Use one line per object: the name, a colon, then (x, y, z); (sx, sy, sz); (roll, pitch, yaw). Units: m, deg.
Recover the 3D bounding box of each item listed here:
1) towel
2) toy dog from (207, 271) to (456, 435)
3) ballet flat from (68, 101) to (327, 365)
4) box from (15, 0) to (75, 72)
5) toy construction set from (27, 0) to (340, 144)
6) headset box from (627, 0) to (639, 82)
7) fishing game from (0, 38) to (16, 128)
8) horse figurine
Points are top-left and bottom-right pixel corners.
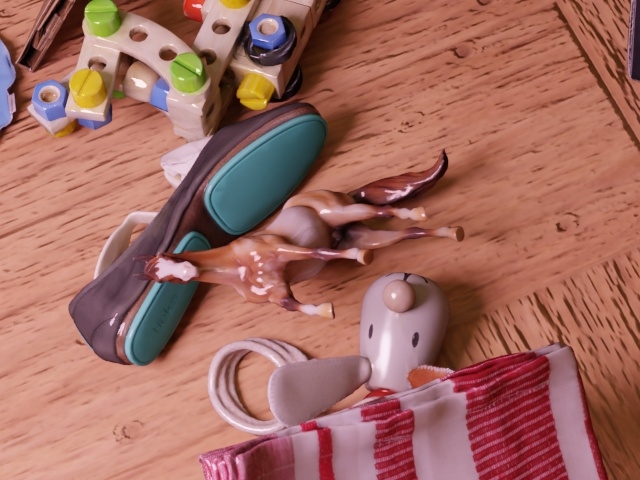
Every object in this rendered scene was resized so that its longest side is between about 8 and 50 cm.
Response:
towel: (0.085, 0.221, 1.383); (0.329, 0.037, 0.237); (-15, 90, -33)
toy dog: (0.030, 0.167, 1.478); (0.220, 0.161, 0.333); (-12, 63, 0)
ballet flat: (-0.113, -0.022, 1.633); (0.096, 0.095, 0.280); (28, 69, 32)
box: (-0.211, -0.263, 1.731); (0.021, 0.164, 0.201); (24, 66, -12)
toy construction set: (-0.105, -0.219, 1.708); (0.215, 0.151, 0.327); (16, 77, 14)
headset box: (0.429, -0.240, 1.657); (0.246, 0.131, 0.283); (21, 67, 17)
fishing game: (-0.363, -0.130, 1.744); (0.189, 0.041, 0.264); (-3, 63, 8)
horse figurine: (0.000, 0.000, 1.579); (0.174, 0.066, 0.263); (5, 26, 40)
